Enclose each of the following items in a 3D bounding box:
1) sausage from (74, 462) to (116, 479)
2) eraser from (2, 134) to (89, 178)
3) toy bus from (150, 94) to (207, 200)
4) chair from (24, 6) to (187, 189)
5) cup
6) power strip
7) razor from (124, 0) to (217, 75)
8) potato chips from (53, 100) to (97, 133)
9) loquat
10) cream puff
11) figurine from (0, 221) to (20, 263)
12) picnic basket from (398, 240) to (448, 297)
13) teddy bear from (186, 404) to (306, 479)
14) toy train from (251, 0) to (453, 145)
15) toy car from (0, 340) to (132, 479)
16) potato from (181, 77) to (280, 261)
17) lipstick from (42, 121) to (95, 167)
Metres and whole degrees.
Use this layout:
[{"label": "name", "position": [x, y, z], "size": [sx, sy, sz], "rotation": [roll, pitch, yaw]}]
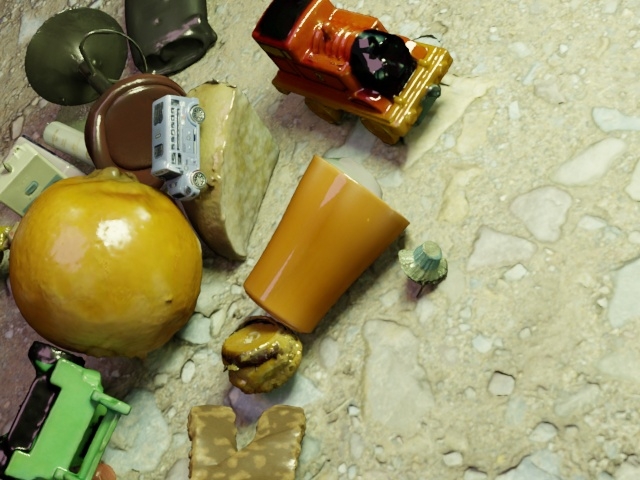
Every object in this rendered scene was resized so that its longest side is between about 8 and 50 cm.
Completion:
[{"label": "sausage", "position": [-0.406, 0.420, 1.462], "size": [0.154, 0.062, 0.062], "rotation": [-32, 50, 13]}, {"label": "eraser", "position": [-0.529, -0.118, 1.831], "size": [0.287, 0.130, 0.086], "rotation": [28, 82, 40]}, {"label": "toy bus", "position": [-0.238, -0.151, 1.469], "size": [0.073, 0.076, 0.167], "rotation": [-13, 76, 50]}, {"label": "chair", "position": [-0.399, -0.270, 1.727], "size": [0.226, 0.226, 0.401], "rotation": [-45, 51, 2]}, {"label": "cup", "position": [0.000, 0.000, 1.404], "size": [0.264, 0.182, 0.226], "rotation": [-54, 15, 2]}, {"label": "power strip", "position": [-0.466, -0.055, 1.602], "size": [0.043, 0.367, 0.106], "rotation": [36, 82, 27]}, {"label": "razor", "position": [-0.336, -0.523, 1.964], "size": [0.204, 0.113, 0.349], "rotation": [-24, 52, 18]}, {"label": "potato chips", "position": [-0.564, -0.294, 2.012], "size": [0.167, 0.059, 0.228], "rotation": [-15, 60, 33]}, {"label": "loquat", "position": [-0.356, 0.042, 1.490], "size": [0.328, 0.328, 0.329], "rotation": [-16, 55, 25]}, {"label": "cream puff", "position": [-0.087, 0.179, 1.373], "size": [0.133, 0.104, 0.119], "rotation": [-8, 26, 22]}, {"label": "figurine", "position": [-0.645, 0.008, 1.805], "size": [0.315, 0.187, 0.168], "rotation": [-9, 91, 27]}, {"label": "picnic basket", "position": [0.151, 0.039, 1.334], "size": [0.083, 0.083, 0.065], "rotation": [-56, 42, 46]}, {"label": "teddy bear", "position": [-0.100, 0.388, 1.239], "size": [0.246, 0.223, 0.296], "rotation": [0, 23, 0]}, {"label": "toy train", "position": [0.038, -0.304, 1.504], "size": [0.369, 0.231, 0.163], "rotation": [27, 82, 42]}, {"label": "toy car", "position": [-0.426, 0.293, 1.444], "size": [0.213, 0.176, 0.358], "rotation": [-68, 12, -15]}, {"label": "potato", "position": [-0.212, -0.121, 1.571], "size": [0.189, 0.211, 0.264], "rotation": [4, 66, 26]}, {"label": "lipstick", "position": [-0.469, -0.183, 1.847], "size": [0.264, 0.059, 0.059], "rotation": [25, 77, 30]}]
